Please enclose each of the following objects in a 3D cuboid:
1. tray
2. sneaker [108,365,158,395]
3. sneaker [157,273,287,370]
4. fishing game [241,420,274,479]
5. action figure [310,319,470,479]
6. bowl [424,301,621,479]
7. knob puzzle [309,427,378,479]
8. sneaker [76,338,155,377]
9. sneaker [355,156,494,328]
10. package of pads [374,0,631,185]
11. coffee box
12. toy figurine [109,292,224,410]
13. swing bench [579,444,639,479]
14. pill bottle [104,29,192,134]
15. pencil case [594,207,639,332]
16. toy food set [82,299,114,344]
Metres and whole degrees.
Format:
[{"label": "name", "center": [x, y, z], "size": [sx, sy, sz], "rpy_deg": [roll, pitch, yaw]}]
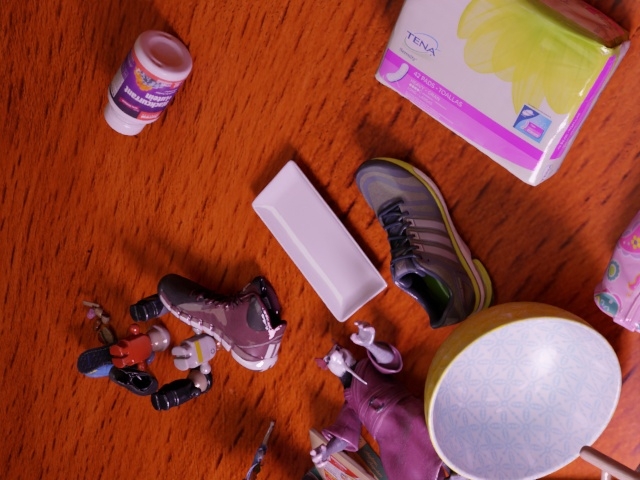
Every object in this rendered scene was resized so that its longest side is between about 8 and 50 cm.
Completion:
[{"label": "tray", "center": [0.000, 0.000, 1.558], "size": [0.270, 0.030, 0.145], "rpy_deg": [53, 131, 7]}, {"label": "sneaker", "center": [-0.390, 0.307, 1.933], "size": [0.089, 0.170, 0.051], "rpy_deg": [9, 73, 39]}, {"label": "sneaker", "center": [-0.174, 0.109, 1.714], "size": [0.281, 0.106, 0.162], "rpy_deg": [34, 121, 11]}, {"label": "fishing game", "center": [-0.135, 0.485, 1.748], "size": [0.041, 0.264, 0.189], "rpy_deg": [20, 127, 4]}, {"label": "action figure", "center": [0.132, 0.285, 1.517], "size": [0.370, 0.275, 0.248], "rpy_deg": [47, 115, 38]}, {"label": "bowl", "center": [0.274, 0.196, 1.321], "size": [0.156, 0.289, 0.289], "rpy_deg": [-113, 23, -61]}, {"label": "knob puzzle", "center": [0.057, 0.445, 1.644], "size": [0.213, 0.030, 0.213], "rpy_deg": [38, 148, 29]}, {"label": "sneaker", "center": [-0.447, 0.268, 2.027], "size": [0.209, 0.082, 0.069], "rpy_deg": [-14, 68, 26]}, {"label": "sneaker", "center": [0.147, 0.003, 1.379], "size": [0.300, 0.121, 0.111], "rpy_deg": [54, 132, 6]}, {"label": "package of pads", "center": [0.236, -0.251, 1.206], "size": [0.296, 0.101, 0.229], "rpy_deg": [37, 129, 19]}, {"label": "coffee box", "center": [0.049, 0.454, 1.718], "size": [0.113, 0.040, 0.184], "rpy_deg": [51, 132, 9]}, {"label": "toy figurine", "center": [-0.299, 0.214, 1.827], "size": [0.213, 0.148, 0.209], "rpy_deg": [41, 124, 20]}, {"label": "swing bench", "center": [0.498, 0.300, 1.145], "size": [0.254, 0.253, 0.165], "rpy_deg": [9, 115, 36]}, {"label": "pill bottle", "center": [-0.321, -0.281, 1.634], "size": [0.108, 0.108, 0.193], "rpy_deg": [52, 133, 7]}, {"label": "pencil case", "center": [0.454, -0.010, 1.130], "size": [0.124, 0.124, 0.284], "rpy_deg": [36, 129, 21]}, {"label": "toy food set", "center": [-0.504, 0.189, 2.058], "size": [0.078, 0.019, 0.122], "rpy_deg": [9, 123, 36]}]
